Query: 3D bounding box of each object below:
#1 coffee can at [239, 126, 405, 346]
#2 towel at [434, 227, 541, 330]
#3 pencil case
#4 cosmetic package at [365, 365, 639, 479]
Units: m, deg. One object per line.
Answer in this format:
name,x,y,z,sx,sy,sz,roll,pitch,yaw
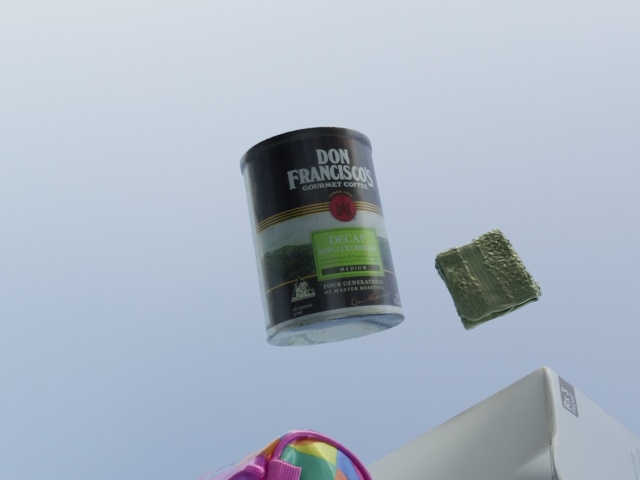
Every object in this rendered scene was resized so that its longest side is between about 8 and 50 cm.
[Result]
coffee can,0.000,0.000,1.134,0.202,0.201,0.275,-16,-107,20
towel,0.215,0.047,1.011,0.110,0.027,0.148,-25,-142,7
pencil case,-0.069,0.202,0.501,0.236,0.104,0.104,-36,-140,37
cosmetic package,0.114,0.309,0.716,0.385,0.156,0.217,-38,-159,35
